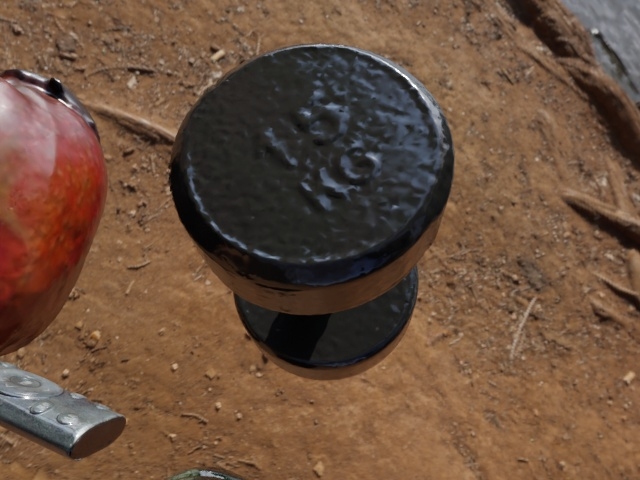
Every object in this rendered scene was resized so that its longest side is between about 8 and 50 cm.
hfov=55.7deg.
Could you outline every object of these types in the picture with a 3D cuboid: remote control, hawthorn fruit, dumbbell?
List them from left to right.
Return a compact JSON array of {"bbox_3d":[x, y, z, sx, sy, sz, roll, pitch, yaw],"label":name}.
[{"bbox_3d":[-0.243,0.002,0.389,0.189,0.189,0.251,16,67,-25],"label":"hawthorn fruit"},{"bbox_3d":[-0.403,0.145,0.674,0.377,0.107,0.044,19,94,13],"label":"remote control"},{"bbox_3d":[0.000,0.000,0.561,0.203,0.322,0.204,-1,66,2],"label":"dumbbell"}]

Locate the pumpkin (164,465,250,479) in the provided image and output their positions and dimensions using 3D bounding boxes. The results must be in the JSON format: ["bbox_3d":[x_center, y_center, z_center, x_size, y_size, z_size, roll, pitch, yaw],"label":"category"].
[{"bbox_3d":[-0.121,0.326,0.562,0.162,0.220,0.220,23,57,4],"label":"pumpkin"}]
